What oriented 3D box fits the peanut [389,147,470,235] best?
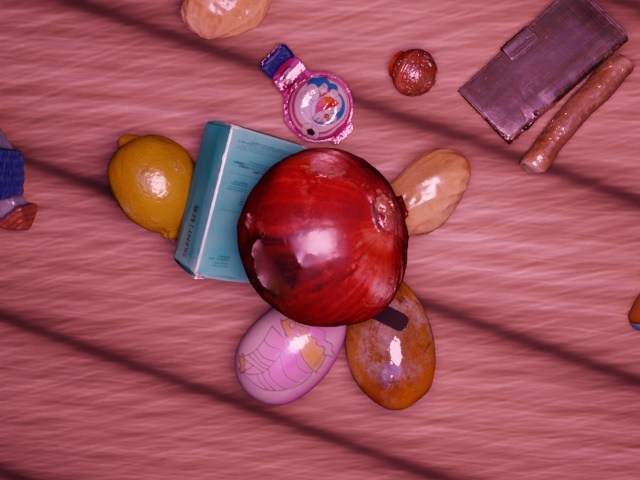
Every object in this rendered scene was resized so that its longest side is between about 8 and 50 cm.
[{"bbox_3d":[0.185,-0.064,1.216,0.319,0.147,0.147,-40,92,11],"label":"peanut"}]

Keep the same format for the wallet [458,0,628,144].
[{"bbox_3d":[0.460,-0.366,1.198,0.317,0.044,0.169,-43,79,9],"label":"wallet"}]

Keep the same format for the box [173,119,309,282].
[{"bbox_3d":[-0.165,-0.075,1.199,0.205,0.118,0.311,9,99,-38],"label":"box"}]

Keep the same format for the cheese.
[{"bbox_3d":[-0.027,-0.313,1.240,0.155,0.062,0.244,-41,92,9],"label":"cheese"}]

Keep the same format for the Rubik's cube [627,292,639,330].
[{"bbox_3d":[0.820,0.112,1.204,0.255,0.254,0.254,0,96,4],"label":"Rubik's cube"}]

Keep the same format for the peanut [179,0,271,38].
[{"bbox_3d":[-0.149,-0.536,1.190,0.313,0.149,0.149,-43,92,2],"label":"peanut"}]

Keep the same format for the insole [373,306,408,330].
[{"bbox_3d":[0.118,0.142,1.205,0.153,0.002,0.053,26,80,28],"label":"insole"}]

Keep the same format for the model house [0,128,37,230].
[{"bbox_3d":[-0.796,-0.123,1.230,0.295,0.251,0.329,-32,99,6],"label":"model house"}]

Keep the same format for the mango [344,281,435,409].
[{"bbox_3d":[0.145,0.206,1.249,0.193,0.146,0.316,-14,75,8],"label":"mango"}]

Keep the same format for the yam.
[{"bbox_3d":[0.535,-0.265,1.208,0.066,0.066,0.299,40,98,-1],"label":"yam"}]

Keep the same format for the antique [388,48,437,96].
[{"bbox_3d":[0.197,-0.350,1.203,0.104,0.104,0.104,0,96,4],"label":"antique"}]

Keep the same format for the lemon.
[{"bbox_3d":[-0.347,-0.117,1.221,0.184,0.184,0.248,-24,100,6],"label":"lemon"}]

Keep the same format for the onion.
[{"bbox_3d":[-0.007,-0.003,1.071,0.341,0.341,0.341,0,96,4],"label":"onion"}]

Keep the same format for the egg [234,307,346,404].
[{"bbox_3d":[-0.060,0.230,1.233,0.271,0.196,0.196,-38,93,13],"label":"egg"}]
